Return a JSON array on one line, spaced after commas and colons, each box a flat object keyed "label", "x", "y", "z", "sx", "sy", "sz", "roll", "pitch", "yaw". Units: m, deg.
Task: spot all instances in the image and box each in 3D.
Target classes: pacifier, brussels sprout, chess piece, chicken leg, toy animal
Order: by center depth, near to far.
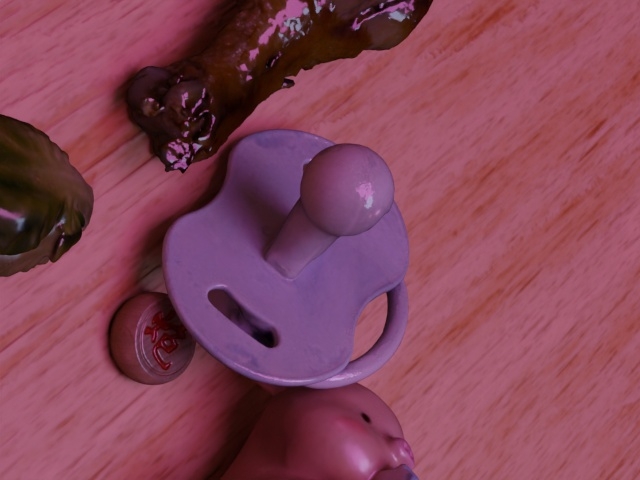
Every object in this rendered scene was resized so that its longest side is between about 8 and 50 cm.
[{"label": "brussels sprout", "x": -0.258, "y": -0.042, "z": 1.519, "sx": 0.181, "sy": 0.100, "sz": 0.139, "roll": -3, "pitch": 73, "yaw": -36}, {"label": "chess piece", "x": -0.149, "y": 0.087, "z": 1.670, "sx": 0.084, "sy": 0.038, "sz": 0.083, "roll": 3, "pitch": 86, "yaw": -47}, {"label": "pacifier", "x": 0.000, "y": 0.000, "z": 1.681, "sx": 0.238, "sy": 0.226, "sz": 0.287, "roll": 40, "pitch": 52, "yaw": 0}, {"label": "toy animal", "x": -0.005, "y": 0.237, "z": 1.695, "sx": 0.256, "sy": 0.213, "sz": 0.195, "roll": -53, "pitch": 127, "yaw": -32}, {"label": "chicken leg", "x": -0.032, "y": -0.215, "z": 1.736, "sx": 0.429, "sy": 0.153, "sz": 0.201, "roll": -48, "pitch": 111, "yaw": -27}]
